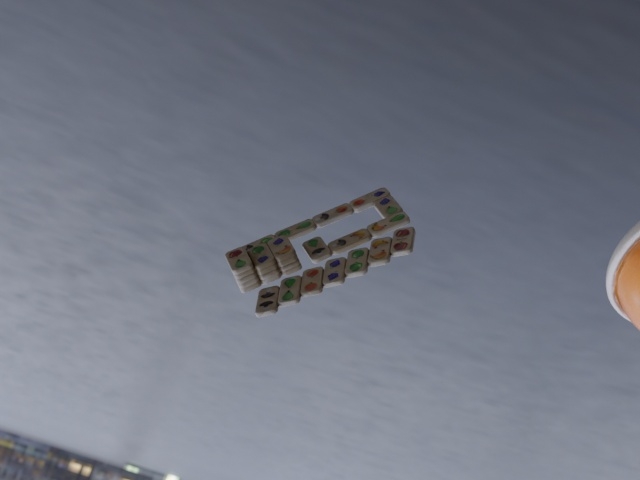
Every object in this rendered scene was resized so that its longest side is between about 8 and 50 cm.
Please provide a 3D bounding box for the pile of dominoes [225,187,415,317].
[{"bbox_3d":[0.000,0.000,1.445,0.196,0.251,0.040,-124,12,-61],"label":"pile of dominoes"}]

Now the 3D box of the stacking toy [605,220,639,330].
[{"bbox_3d":[0.696,0.178,1.748,0.350,0.480,0.351,-5,136,-5],"label":"stacking toy"}]
